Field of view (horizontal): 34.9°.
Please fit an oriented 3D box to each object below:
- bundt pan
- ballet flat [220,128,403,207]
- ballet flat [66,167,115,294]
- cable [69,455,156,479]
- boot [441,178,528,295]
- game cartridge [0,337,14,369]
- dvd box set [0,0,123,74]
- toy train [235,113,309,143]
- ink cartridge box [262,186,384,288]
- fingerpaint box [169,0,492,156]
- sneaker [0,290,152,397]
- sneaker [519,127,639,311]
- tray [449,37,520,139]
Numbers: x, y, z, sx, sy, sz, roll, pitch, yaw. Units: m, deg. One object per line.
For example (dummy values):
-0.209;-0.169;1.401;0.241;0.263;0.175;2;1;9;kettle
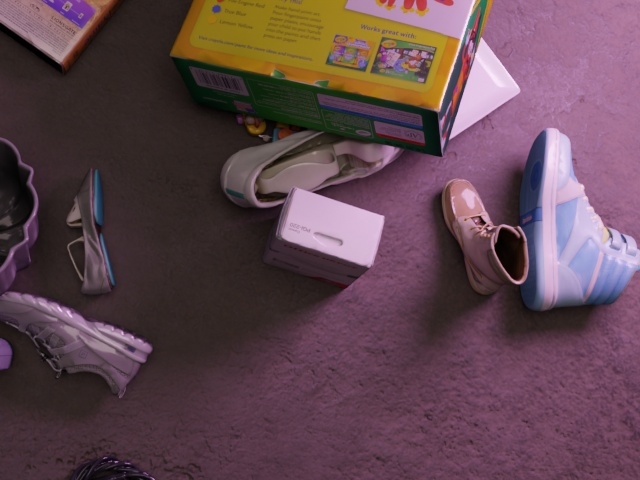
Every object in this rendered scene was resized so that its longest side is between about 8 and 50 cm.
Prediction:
-0.590;-0.017;1.580;0.330;0.124;0.331;0;61;0;bundt pan
0.029;-0.144;1.710;0.400;0.139;0.139;-23;84;-16;ballet flat
-0.385;-0.015;1.673;0.068;0.072;0.213;-9;82;-4;ballet flat
-0.320;0.432;1.620;0.184;0.047;0.150;25;72;-1;cable
0.280;-0.017;1.723;0.077;0.165;0.213;-16;84;-12;boot
-0.624;0.148;1.542;0.294;0.196;0.060;11;79;-6;game cartridge
-0.443;-0.540;1.761;0.307;0.062;0.420;34;77;-1;dvd box set
-0.074;-0.224;1.768;0.166;0.046;0.125;45;77;1;toy train
0.000;0.000;1.651;0.158;0.218;0.092;18;78;-5;ink cartridge box
0.036;-0.370;1.666;0.444;0.163;0.371;13;70;15;fingerpaint box
-0.416;0.161;1.619;0.281;0.105;0.115;23;84;-1;sneaker
0.461;-0.033;1.778;0.208;0.127;0.319;3;89;-6;sneaker
0.232;-0.265;1.784;0.270;0.030;0.145;-34;85;-38;tray
